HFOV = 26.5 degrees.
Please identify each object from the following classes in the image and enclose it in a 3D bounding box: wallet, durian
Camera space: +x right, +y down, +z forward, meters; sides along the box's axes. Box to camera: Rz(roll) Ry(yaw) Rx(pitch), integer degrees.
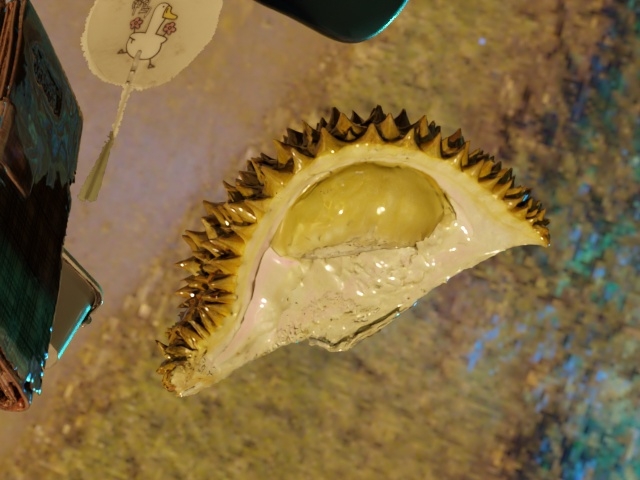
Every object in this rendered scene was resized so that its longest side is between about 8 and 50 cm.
[{"bbox_3d":[-0.182,-0.027,0.801,0.124,0.042,0.230,74,15,-51],"label":"wallet"},{"bbox_3d":[0.000,0.000,1.008,0.306,0.166,0.172,-29,-179,-8],"label":"durian"}]

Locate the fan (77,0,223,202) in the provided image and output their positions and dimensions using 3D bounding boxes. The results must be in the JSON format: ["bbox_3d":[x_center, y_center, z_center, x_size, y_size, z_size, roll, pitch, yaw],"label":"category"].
[{"bbox_3d":[-0.269,-0.246,1.954,0.012,0.233,0.414,42,59,-57],"label":"fan"}]

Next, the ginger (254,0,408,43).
[{"bbox_3d":[-0.005,-0.365,0.962,0.358,0.211,0.413,-37,147,-5],"label":"ginger"}]

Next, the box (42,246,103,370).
[{"bbox_3d":[-0.400,0.062,1.656,0.243,0.163,0.135,50,29,-22],"label":"box"}]
